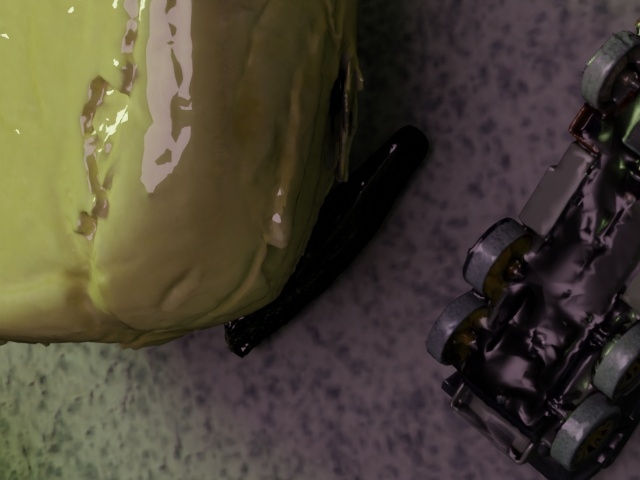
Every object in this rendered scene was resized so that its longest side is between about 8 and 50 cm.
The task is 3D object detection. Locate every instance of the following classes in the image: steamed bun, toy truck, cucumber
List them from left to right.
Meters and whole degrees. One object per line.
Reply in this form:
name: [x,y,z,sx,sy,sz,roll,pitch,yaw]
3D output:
steamed bun: [-0.094,-0.068,0.767,0.273,0.166,0.232,-1,91,41]
cucumber: [0.001,0.001,0.780,0.135,0.033,0.034,-41,89,20]
toy truck: [0.120,0.007,0.687,0.083,0.092,0.192,40,112,26]
